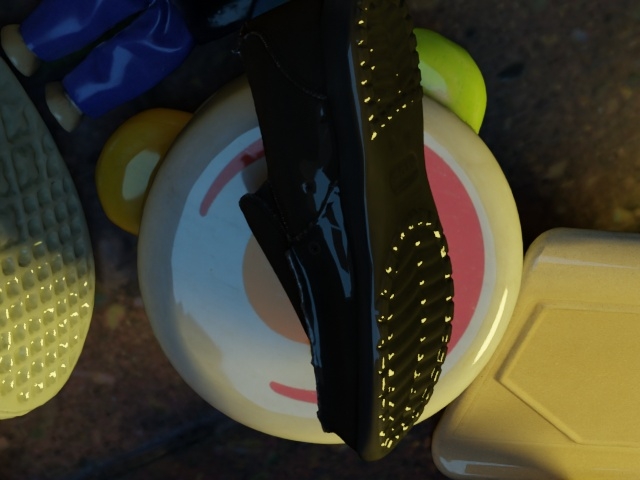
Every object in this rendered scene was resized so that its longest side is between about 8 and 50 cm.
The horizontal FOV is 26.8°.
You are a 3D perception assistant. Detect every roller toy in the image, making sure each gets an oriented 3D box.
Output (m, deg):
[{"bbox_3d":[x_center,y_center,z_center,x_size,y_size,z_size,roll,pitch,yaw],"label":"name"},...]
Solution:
[{"bbox_3d":[0.000,0.000,0.714,0.209,0.146,0.191,-20,102,1],"label":"roller toy"}]

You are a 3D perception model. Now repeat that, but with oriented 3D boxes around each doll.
[{"bbox_3d":[-0.076,-0.140,0.701,0.189,0.046,0.129,-33,107,8],"label":"doll"}]

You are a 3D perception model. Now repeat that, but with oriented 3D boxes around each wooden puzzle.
[{"bbox_3d":[0.194,0.073,0.785,0.220,0.044,0.239,4,142,-8],"label":"wooden puzzle"}]

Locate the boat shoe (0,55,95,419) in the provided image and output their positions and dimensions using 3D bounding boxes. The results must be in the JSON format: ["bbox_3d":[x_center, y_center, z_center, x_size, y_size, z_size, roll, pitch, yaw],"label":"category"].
[{"bbox_3d":[-0.296,-0.068,0.619,0.156,0.187,0.500,-4,149,38],"label":"boat shoe"}]

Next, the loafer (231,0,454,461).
[{"bbox_3d":[0.008,-0.008,0.607,0.078,0.080,0.220,3,105,30],"label":"loafer"}]
